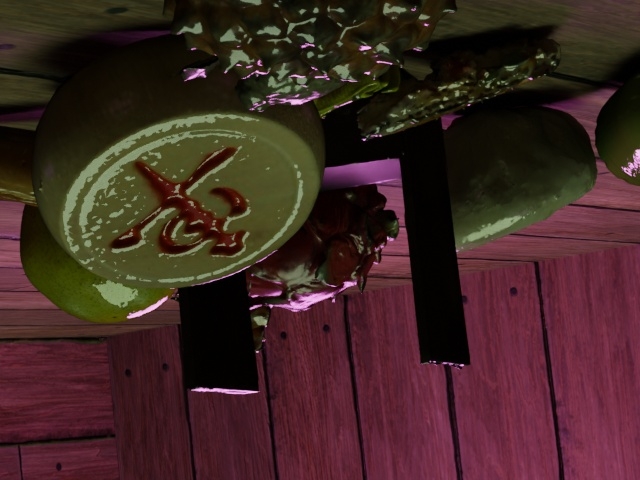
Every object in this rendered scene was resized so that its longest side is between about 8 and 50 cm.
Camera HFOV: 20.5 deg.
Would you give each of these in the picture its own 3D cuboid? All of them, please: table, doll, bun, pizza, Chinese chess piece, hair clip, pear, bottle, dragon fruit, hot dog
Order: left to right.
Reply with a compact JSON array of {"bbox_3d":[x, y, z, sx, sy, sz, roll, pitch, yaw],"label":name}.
[{"bbox_3d":[-0.265,-0.073,1.676,0.250,0.068,0.100,12,-162,-10],"label":"hot dog"},{"bbox_3d":[-0.247,0.004,1.995,0.198,0.198,0.198,-6,173,-1],"label":"pear"},{"bbox_3d":[-0.118,-0.063,1.497,0.251,0.097,0.251,-12,143,-9],"label":"Chinese chess piece"},{"bbox_3d":[-0.041,-0.013,2.018,0.274,0.192,0.193,-6,169,23],"label":"dragon fruit"},{"bbox_3d":[-0.022,-0.163,1.229,0.203,0.091,0.286,-44,171,19],"label":"doll"},{"bbox_3d":[-0.010,-0.128,1.583,0.173,0.072,0.046,-16,158,35],"label":"hair clip"},{"bbox_3d":[0.000,0.000,1.758,0.251,0.282,0.196,-8,172,14],"label":"table"},{"bbox_3d":[0.113,-0.138,1.606,0.195,0.052,0.185,-21,179,-24],"label":"pizza"},{"bbox_3d":[0.187,-0.078,1.913,0.231,0.133,0.231,-28,-174,3],"label":"bun"},{"bbox_3d":[0.349,-0.126,1.753,0.112,0.112,0.260,-6,173,-4],"label":"bottle"}]

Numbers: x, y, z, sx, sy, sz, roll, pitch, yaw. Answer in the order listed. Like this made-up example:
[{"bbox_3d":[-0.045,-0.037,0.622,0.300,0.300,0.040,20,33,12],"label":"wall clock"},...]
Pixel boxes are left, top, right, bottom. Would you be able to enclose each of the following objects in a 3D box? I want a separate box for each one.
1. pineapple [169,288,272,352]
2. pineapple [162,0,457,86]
[{"bbox_3d":[-0.202,0.029,2.232,0.272,0.262,0.262,8,170,-11],"label":"pineapple"},{"bbox_3d":[-0.020,-0.163,0.958,0.193,0.166,0.166,-2,172,-34],"label":"pineapple"}]
